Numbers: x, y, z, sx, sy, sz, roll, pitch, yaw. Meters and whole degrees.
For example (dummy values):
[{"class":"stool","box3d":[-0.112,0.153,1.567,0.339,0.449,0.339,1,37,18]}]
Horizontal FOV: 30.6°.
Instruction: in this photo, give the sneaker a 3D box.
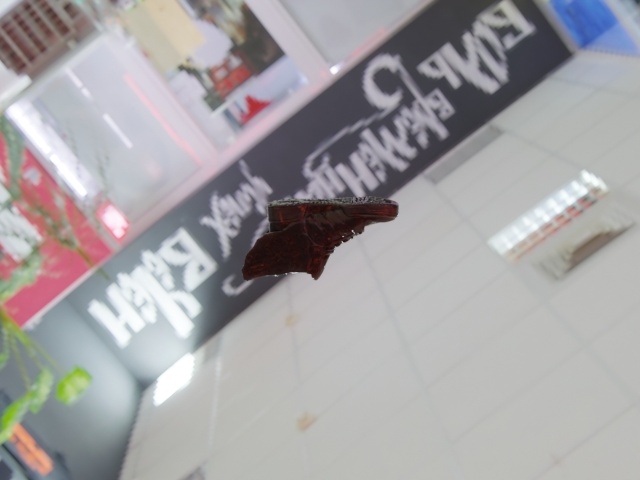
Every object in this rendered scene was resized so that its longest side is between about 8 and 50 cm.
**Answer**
[{"class":"sneaker","box3d":[0.000,0.000,1.253,0.170,0.089,0.051,-1,-170,6]}]
